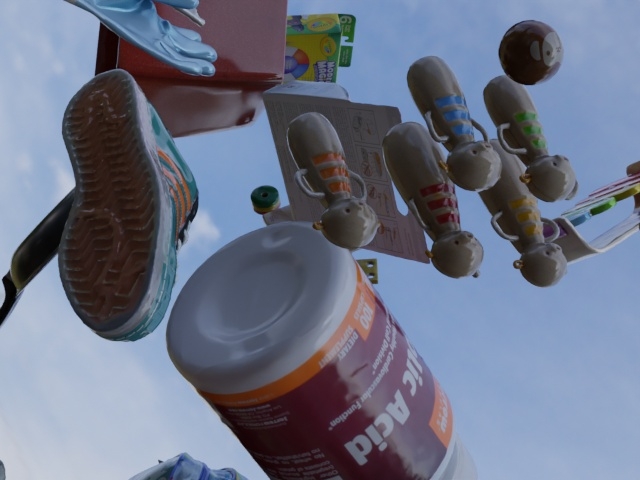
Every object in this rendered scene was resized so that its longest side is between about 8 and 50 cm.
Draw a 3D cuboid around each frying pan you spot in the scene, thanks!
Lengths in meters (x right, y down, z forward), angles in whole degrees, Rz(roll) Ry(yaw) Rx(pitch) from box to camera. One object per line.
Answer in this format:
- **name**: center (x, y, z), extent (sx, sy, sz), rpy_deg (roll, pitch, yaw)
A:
- **frying pan**: center (-0.312, 0.007, 1.601), extent (0.053, 0.197, 0.326), rpy_deg (44, -39, -8)

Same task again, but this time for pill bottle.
- **pill bottle**: center (0.017, 0.184, 1.558), extent (0.224, 0.224, 0.392), rpy_deg (20, -27, 48)

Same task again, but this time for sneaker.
- **sneaker**: center (-0.154, -0.018, 1.209), extent (0.121, 0.108, 0.302), rpy_deg (49, 22, -42)

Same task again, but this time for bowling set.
- **bowling set**: center (0.133, -0.071, 1.141), extent (0.200, 0.287, 0.154), rpy_deg (-49, -128, 40)

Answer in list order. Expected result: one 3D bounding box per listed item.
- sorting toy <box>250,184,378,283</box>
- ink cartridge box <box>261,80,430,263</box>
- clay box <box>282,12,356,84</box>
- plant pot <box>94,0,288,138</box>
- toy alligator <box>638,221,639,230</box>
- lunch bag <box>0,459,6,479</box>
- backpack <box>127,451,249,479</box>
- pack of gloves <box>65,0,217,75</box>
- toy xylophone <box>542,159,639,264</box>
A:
- **sorting toy**: center (0.000, 0.000, 2.125), extent (0.046, 0.132, 0.274), rpy_deg (82, -18, -45)
- **ink cartridge box**: center (0.042, -0.081, 1.567), extent (0.232, 0.066, 0.189), rpy_deg (9, -60, 45)
- **clay box**: center (-0.051, -0.309, 2.282), extent (0.127, 0.222, 0.053), rpy_deg (96, -12, -52)
- **plant pot**: center (-0.181, -0.288, 1.945), extent (0.267, 0.236, 0.267), rpy_deg (136, -41, -67)
- **toy alligator**: center (0.494, -0.051, 1.812), extent (0.190, 0.051, 0.056), rpy_deg (-31, -97, 29)
- **lunch bag**: center (-0.432, 0.275, 1.142), extent (0.287, 0.235, 0.169), rpy_deg (-9, -93, 16)
- **backpack**: center (-0.188, 0.410, 1.706), extent (0.355, 0.290, 0.273), rpy_deg (-13, -60, 42)
- **pack of gloves**: center (-0.168, -0.231, 1.082), extent (0.232, 0.046, 0.195), rpy_deg (31, 26, -32)
- **toy xylophone**: center (0.460, -0.052, 2.102), extent (0.236, 0.323, 0.081), rpy_deg (-25, -87, 46)
